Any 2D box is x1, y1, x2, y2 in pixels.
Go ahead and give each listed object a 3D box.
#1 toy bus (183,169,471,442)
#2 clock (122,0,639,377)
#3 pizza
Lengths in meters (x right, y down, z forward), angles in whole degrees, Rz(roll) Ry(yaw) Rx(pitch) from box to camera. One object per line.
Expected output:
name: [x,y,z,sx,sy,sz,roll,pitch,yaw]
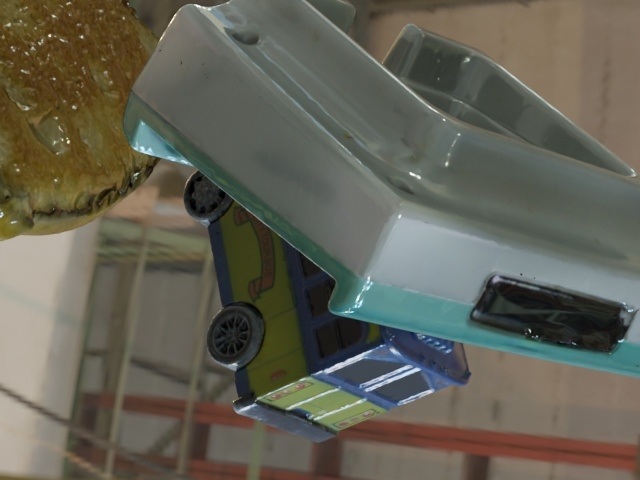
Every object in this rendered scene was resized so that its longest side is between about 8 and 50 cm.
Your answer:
toy bus: [0.000,0.000,1.415,0.175,0.138,0.287,-25,-119,25]
clock: [0.063,-0.036,0.923,0.231,0.262,0.116,39,-70,46]
pizza: [-0.194,-0.115,1.122,0.089,0.323,0.223,-26,-79,21]
